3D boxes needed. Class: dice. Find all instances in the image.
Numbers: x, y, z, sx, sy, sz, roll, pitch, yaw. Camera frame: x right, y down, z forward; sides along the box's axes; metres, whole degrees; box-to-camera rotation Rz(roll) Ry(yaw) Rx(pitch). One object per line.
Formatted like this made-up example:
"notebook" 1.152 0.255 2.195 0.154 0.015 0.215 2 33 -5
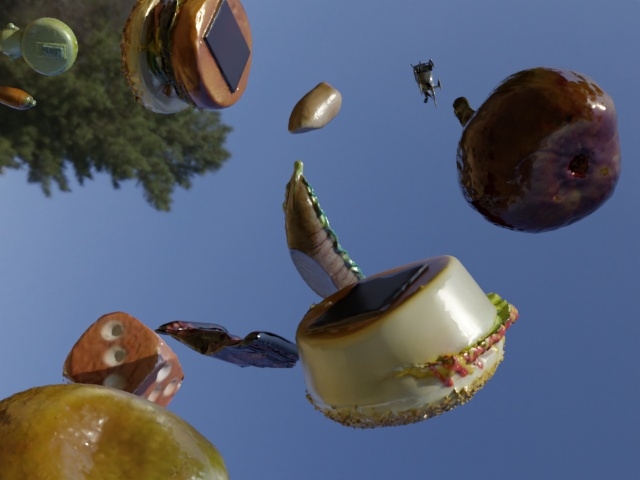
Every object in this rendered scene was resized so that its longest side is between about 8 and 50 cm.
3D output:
"dice" -0.388 0.261 1.743 0.174 0.175 0.179 33 -112 19

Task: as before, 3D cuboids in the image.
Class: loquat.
"loquat" -0.229 0.279 0.857 0.276 0.283 0.276 -171 -90 -68

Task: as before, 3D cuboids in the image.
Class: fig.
"fig" 0.246 -0.119 1.041 0.190 0.190 0.290 -44 -173 18

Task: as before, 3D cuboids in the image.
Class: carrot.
"carrot" -0.559 -0.255 1.548 0.142 0.035 0.035 16 -108 5

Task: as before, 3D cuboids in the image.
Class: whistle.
"whistle" -0.548 -0.362 1.639 0.057 0.198 0.104 -89 -173 -63

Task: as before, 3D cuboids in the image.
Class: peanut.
"peanut" -0.013 -0.255 1.745 0.076 0.076 0.152 -5 -144 45

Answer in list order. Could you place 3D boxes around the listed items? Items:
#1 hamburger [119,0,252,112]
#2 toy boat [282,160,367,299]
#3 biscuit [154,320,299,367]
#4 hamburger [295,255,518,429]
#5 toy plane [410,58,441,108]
"hamburger" -0.291 -0.406 1.902 0.225 0.291 0.291 5 -113 23
"toy boat" -0.006 0.006 1.514 0.108 0.293 0.099 5 -133 35
"biscuit" -0.146 0.171 1.467 0.235 0.151 0.063 8 -104 41
"hamburger" 0.109 0.143 1.190 0.294 0.179 0.276 -18 -169 34
"toy plane" 0.151 -0.226 1.273 0.031 0.049 0.121 -12 -156 2
